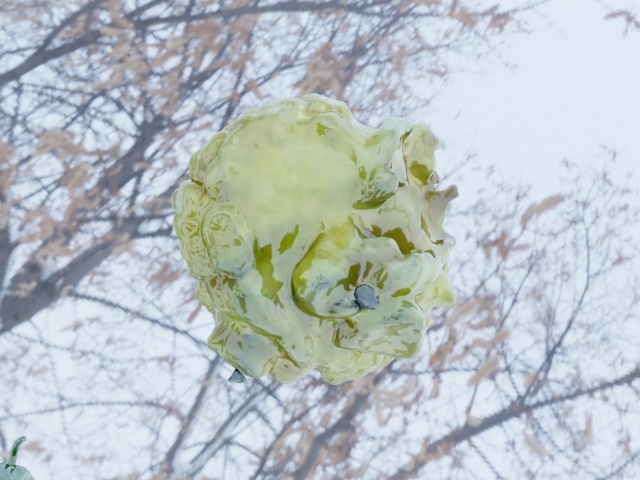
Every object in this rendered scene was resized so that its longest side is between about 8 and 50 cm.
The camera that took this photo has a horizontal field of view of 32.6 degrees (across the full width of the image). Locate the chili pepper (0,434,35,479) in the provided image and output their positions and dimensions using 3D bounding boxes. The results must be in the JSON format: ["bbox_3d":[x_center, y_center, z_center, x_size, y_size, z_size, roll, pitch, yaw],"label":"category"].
[{"bbox_3d":[-0.353,0.311,1.186,0.074,0.257,0.100,-13,-73,-6],"label":"chili pepper"}]

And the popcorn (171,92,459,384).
[{"bbox_3d":[0.001,0.001,0.777,0.189,0.169,0.218,-12,-59,16],"label":"popcorn"}]
